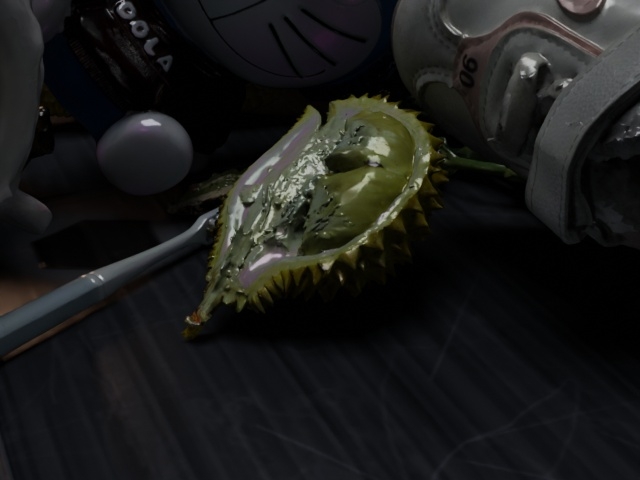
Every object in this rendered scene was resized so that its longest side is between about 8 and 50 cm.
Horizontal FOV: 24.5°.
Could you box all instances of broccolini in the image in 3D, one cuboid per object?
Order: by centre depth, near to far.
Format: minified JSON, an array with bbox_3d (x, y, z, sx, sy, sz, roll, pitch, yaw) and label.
[{"bbox_3d":[0.141,-0.038,1.018,0.074,0.079,0.392,-50,34,0],"label":"broccolini"}]

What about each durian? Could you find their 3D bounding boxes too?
[{"bbox_3d":[0.000,0.000,0.916,0.208,0.102,0.146,-41,35,-19],"label":"durian"}]

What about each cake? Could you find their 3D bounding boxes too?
[{"bbox_3d":[-0.044,-0.043,1.060,0.140,0.055,0.051,1,30,14],"label":"cake"}]

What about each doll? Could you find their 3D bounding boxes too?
[{"bbox_3d":[-0.057,-0.203,1.070,0.310,0.284,0.240,-33,25,18],"label":"doll"}]

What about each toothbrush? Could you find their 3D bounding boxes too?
[{"bbox_3d":[-0.156,0.041,0.920,0.030,0.025,0.342,18,31,36],"label":"toothbrush"}]

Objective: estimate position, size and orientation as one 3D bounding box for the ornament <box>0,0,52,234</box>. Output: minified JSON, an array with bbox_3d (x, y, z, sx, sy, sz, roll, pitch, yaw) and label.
[{"bbox_3d":[-0.346,-0.105,0.898,0.337,0.337,0.337,-3,24,1],"label":"ornament"}]

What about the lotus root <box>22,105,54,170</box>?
[{"bbox_3d":[-0.285,-0.074,1.131,0.183,0.077,0.090,2,31,18],"label":"lotus root"}]

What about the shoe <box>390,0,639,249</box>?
[{"bbox_3d":[0.183,-0.085,0.858,0.351,0.171,0.198,14,34,26],"label":"shoe"}]

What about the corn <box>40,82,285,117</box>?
[{"bbox_3d":[-0.170,-0.153,1.264,0.292,0.101,0.101,1,24,4],"label":"corn"}]
